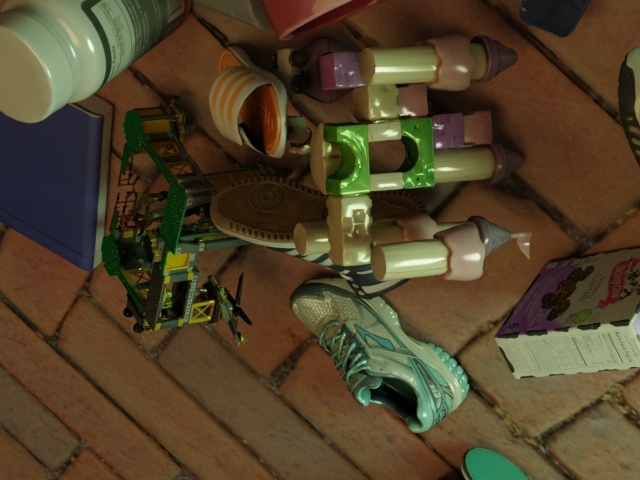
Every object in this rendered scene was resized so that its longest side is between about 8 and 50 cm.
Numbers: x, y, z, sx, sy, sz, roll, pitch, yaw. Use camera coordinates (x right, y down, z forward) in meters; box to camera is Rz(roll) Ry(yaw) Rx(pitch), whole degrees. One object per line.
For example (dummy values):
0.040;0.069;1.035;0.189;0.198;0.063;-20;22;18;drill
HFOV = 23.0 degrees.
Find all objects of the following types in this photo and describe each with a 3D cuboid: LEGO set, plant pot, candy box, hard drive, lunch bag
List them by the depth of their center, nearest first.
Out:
0.263;-0.276;1.730;0.067;0.065;0.098;25;136;-2;lunch bag
0.008;-0.348;1.791;0.201;0.201;0.180;-22;92;46;plant pot
0.333;0.084;1.888;0.196;0.165;0.070;-11;117;42;candy box
-0.165;-0.032;2.212;0.255;0.192;0.331;44;133;46;LEGO set
-0.417;-0.119;2.400;0.210;0.040;0.318;28;136;17;hard drive

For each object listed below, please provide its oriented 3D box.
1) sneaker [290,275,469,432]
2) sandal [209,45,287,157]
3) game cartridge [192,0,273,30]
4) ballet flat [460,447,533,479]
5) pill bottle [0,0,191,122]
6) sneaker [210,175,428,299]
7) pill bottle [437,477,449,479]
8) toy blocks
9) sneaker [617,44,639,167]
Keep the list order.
0.067;0.158;2.185;0.283;0.122;0.110;34;137;11;sneaker
-0.108;-0.174;1.987;0.265;0.076;0.102;-133;41;-60;sandal
-0.145;-0.405;1.897;0.198;0.062;0.297;24;140;49;game cartridge
0.291;0.377;2.234;0.221;0.077;0.079;31;156;14;ballet flat
-0.306;-0.275;2.006;0.161;0.283;0.161;21;133;24;pill bottle
0.000;0.000;2.067;0.282;0.099;0.153;4;149;7;sneaker
0.227;0.455;2.301;0.219;0.123;0.123;44;138;-1;pill bottle
0.125;-0.108;1.890;0.309;0.260;0.288;-170;75;-65;toy blocks
0.461;-0.072;1.703;0.147;0.145;0.384;-25;116;39;sneaker
